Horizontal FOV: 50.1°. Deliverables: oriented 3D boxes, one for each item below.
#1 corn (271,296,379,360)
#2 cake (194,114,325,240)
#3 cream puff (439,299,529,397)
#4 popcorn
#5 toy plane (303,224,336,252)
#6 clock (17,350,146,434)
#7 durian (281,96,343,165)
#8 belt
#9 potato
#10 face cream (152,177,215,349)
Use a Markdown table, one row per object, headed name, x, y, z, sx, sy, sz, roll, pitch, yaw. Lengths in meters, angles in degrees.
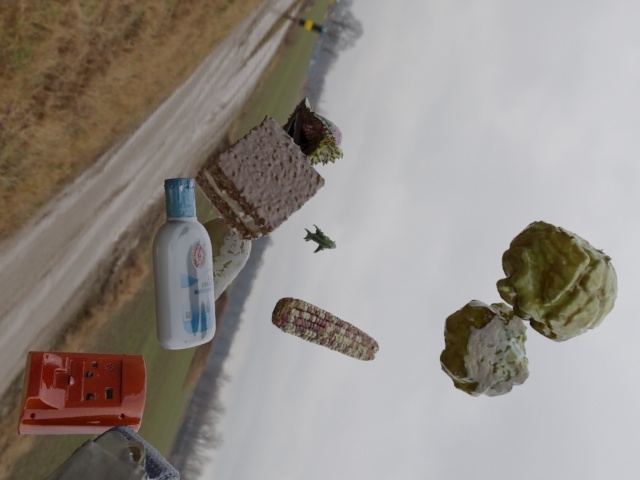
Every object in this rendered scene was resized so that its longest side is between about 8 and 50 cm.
| name | x | y | z | sx | sy | sz | roll | pitch | yaw |
| --- | --- | --- | --- | --- | --- | --- | --- | --- | --- |
| corn | 0.011 | 0.189 | 1.423 | 0.079 | 0.237 | 0.079 | -60 | -170 | 18 |
| cake | -0.096 | -0.083 | 0.989 | 0.134 | 0.135 | 0.147 | -43 | -168 | -29 |
| cream puff | 0.430 | 0.286 | 1.831 | 0.185 | 0.282 | 0.282 | -2 | -113 | 67 |
| popcorn | 0.558 | 0.100 | 1.602 | 0.247 | 0.282 | 0.282 | -57 | -174 | 4 |
| toy plane | 0.001 | -0.002 | 1.497 | 0.033 | 0.083 | 0.080 | -47 | 149 | -42 |
| clock | -0.312 | 0.195 | 0.908 | 0.061 | 0.155 | 0.113 | 117 | -29 | -41 |
| durian | -0.010 | -0.182 | 1.348 | 0.119 | 0.108 | 0.187 | -46 | -143 | 11 |
| belt | -0.281 | 0.317 | 0.782 | 0.230 | 0.126 | 0.140 | -40 | 154 | -38 |
| potato | -0.285 | 0.052 | 1.768 | 0.262 | 0.165 | 0.165 | -58 | -173 | 7 |
| face cream | -0.276 | 0.043 | 1.384 | 0.163 | 0.080 | 0.337 | -3 | 91 | -67 |
